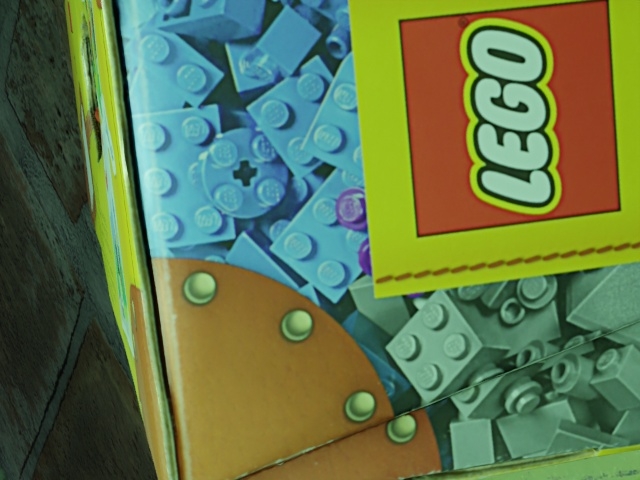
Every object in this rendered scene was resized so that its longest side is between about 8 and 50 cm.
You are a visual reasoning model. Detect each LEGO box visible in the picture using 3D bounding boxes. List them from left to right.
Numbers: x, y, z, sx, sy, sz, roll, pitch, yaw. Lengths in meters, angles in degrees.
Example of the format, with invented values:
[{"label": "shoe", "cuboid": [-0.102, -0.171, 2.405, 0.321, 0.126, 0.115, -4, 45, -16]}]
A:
[{"label": "LEGO box", "cuboid": [0.087, -0.083, 0.602, 0.500, 0.373, 0.193, -141, 45, -76]}]

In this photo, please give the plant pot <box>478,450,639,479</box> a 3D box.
[{"label": "plant pot", "cuboid": [0.198, 0.104, 0.844, 0.293, 0.275, 0.274, -18, 91, 48]}]
